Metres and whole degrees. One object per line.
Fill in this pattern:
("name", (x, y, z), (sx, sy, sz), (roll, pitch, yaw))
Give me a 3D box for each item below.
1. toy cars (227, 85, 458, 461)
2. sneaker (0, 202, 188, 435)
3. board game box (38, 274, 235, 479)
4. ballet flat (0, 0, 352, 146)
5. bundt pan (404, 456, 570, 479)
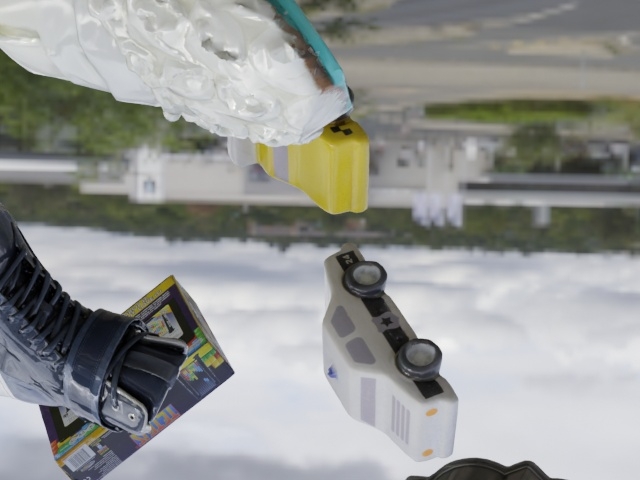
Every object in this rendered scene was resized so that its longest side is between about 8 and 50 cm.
("toy cars", (0.000, 0.000, 1.151), (0.087, 0.394, 0.176), (-19, 180, -17))
("sneaker", (-0.182, 0.055, 1.020), (0.163, 0.086, 0.226), (16, 146, 22))
("board game box", (-0.172, 0.126, 1.284), (0.170, 0.048, 0.141), (-38, -150, 0))
("ballet flat", (-0.138, -0.166, 0.762), (0.147, 0.147, 0.409), (-2, -135, -47))
("bundt pan", (0.158, 0.379, 1.329), (0.330, 0.331, 0.124), (2, -167, 22))
